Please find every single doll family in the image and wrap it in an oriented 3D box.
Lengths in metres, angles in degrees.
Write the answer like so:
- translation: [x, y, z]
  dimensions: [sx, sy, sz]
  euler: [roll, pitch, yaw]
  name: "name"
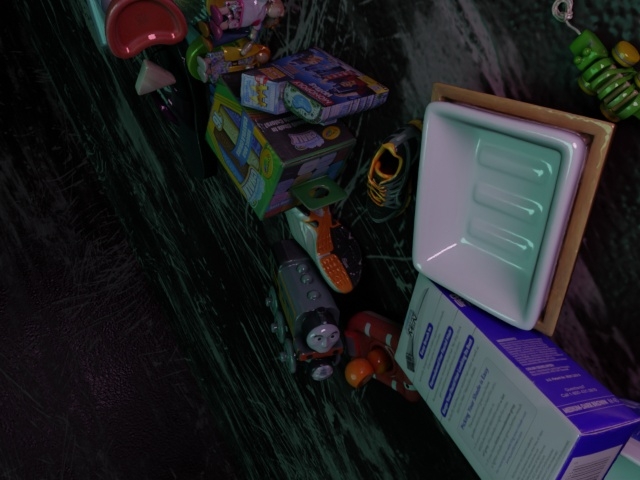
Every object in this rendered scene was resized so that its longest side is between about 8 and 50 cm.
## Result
- translation: [-0.150, -0.385, 0.952]
  dimensions: [0.118, 0.163, 0.263]
  euler: [52, 151, 20]
  name: "doll family"

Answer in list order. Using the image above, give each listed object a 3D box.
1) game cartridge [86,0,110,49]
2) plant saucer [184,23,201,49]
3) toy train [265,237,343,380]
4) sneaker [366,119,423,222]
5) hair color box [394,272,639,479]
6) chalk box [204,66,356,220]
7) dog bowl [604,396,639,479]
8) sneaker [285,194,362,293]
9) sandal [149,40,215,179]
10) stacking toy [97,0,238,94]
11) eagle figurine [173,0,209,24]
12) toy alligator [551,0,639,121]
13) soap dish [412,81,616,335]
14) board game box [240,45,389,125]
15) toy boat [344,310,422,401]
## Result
- translation: [-0.491, -0.579, 1.234]
  dimensions: [0.294, 0.060, 0.195]
  euler: [-83, -16, -61]
  name: "game cartridge"
- translation: [-0.284, -0.455, 1.228]
  dimensions: [0.192, 0.018, 0.067]
  euler: [49, 145, 22]
  name: "plant saucer"
- translation: [-0.040, 0.145, 1.111]
  dimensions: [0.333, 0.142, 0.190]
  euler: [-115, 24, -50]
  name: "toy train"
- translation: [0.113, -0.107, 0.838]
  dimensions: [0.084, 0.083, 0.214]
  euler: [46, 144, 24]
  name: "sneaker"
- translation: [0.246, 0.203, 0.714]
  dimensions: [0.339, 0.110, 0.185]
  euler: [-128, 42, -53]
  name: "hair color box"
- translation: [-0.066, -0.170, 0.960]
  dimensions: [0.288, 0.180, 0.179]
  euler: [56, 147, 15]
  name: "chalk box"
- translation: [0.422, 0.357, 0.690]
  dimensions: [0.265, 0.104, 0.264]
  euler: [33, 135, 40]
  name: "dog bowl"
- translation: [0.000, 0.000, 1.076]
  dimensions: [0.262, 0.099, 0.121]
  euler: [64, 156, 14]
  name: "sneaker"
- translation: [-0.392, -0.370, 1.350]
  dimensions: [0.168, 0.107, 0.445]
  euler: [23, 130, 50]
  name: "sandal"
- translation: [-0.286, -0.453, 1.005]
  dimensions: [0.130, 0.309, 0.279]
  euler: [64, 159, 16]
  name: "stacking toy"
- translation: [-0.367, -0.638, 1.069]
  dimensions: [0.225, 0.226, 0.298]
  euler: [-37, 75, 37]
  name: "eagle figurine"
- translation: [0.302, -0.190, 0.539]
  dimensions: [0.189, 0.051, 0.056]
  euler: [57, 146, 11]
  name: "toy alligator"
- translation: [0.243, -0.048, 0.659]
  dimensions: [0.229, 0.118, 0.290]
  euler: [31, 134, 41]
  name: "soap dish"
- translation: [-0.024, -0.250, 0.831]
  dimensions: [0.194, 0.194, 0.060]
  euler: [43, 142, 31]
  name: "board game box"
- translation: [0.115, 0.248, 1.010]
  dimensions: [0.231, 0.151, 0.150]
  euler: [17, 125, 49]
  name: "toy boat"
